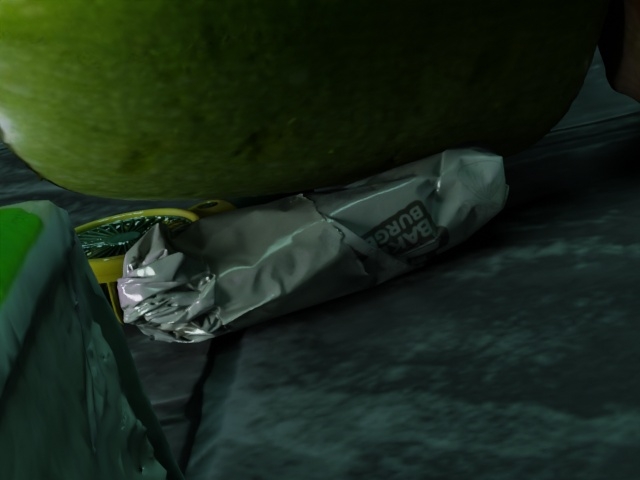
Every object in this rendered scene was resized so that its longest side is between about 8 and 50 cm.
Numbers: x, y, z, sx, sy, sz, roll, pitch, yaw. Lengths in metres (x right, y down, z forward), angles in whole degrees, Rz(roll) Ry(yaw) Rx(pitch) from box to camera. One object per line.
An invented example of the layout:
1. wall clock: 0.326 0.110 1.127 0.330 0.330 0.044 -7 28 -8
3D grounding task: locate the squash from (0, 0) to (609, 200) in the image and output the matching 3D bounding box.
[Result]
1. squash: -0.036 -0.127 0.865 0.309 0.233 0.210 -8 29 -25

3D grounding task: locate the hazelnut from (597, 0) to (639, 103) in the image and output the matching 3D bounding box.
1. hazelnut: 0.242 -0.140 0.902 0.186 0.210 0.210 15 28 12

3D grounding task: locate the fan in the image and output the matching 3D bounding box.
1. fan: -0.066 0.003 0.917 0.155 0.039 0.082 -23 20 -32

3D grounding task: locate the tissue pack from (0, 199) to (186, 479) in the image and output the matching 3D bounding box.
1. tissue pack: -0.238 0.159 0.376 0.405 0.205 0.332 -13 24 7

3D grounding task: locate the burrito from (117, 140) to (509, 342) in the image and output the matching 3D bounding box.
1. burrito: 0.001 0.000 0.848 0.203 0.064 0.064 -17 20 -14
